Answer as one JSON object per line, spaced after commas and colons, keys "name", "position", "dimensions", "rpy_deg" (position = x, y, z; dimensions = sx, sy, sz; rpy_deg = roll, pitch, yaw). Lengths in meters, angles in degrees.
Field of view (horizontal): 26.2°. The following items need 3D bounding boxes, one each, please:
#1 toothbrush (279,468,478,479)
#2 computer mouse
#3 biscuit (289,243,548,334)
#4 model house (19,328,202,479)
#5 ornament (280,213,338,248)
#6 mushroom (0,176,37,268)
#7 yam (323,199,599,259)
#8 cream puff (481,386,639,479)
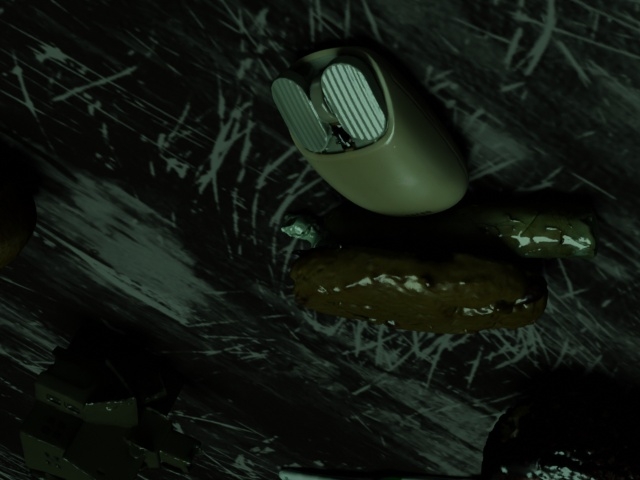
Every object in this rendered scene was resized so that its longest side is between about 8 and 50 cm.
{"name": "toothbrush", "position": [0.104, 0.380, 2.159], "dimensions": [0.418, 0.040, 0.042], "rpy_deg": [0, 144, 37]}
{"name": "computer mouse", "position": [0.054, -0.101, 1.411], "dimensions": [0.145, 0.082, 0.236], "rpy_deg": [-7, 140, 38]}
{"name": "biscuit", "position": [0.108, 0.062, 1.546], "dimensions": [0.295, 0.075, 0.296], "rpy_deg": [7, 171, 1]}
{"name": "model house", "position": [-0.292, 0.265, 2.035], "dimensions": [0.243, 0.211, 0.204], "rpy_deg": [22, 150, 8]}
{"name": "ornament", "position": [0.004, 0.001, 1.632], "dimensions": [0.068, 0.041, 0.092], "rpy_deg": [-29, 117, 27]}
{"name": "mushroom", "position": [-0.475, -0.047, 1.708], "dimensions": [0.267, 0.267, 0.254], "rpy_deg": [26, 114, -8]}
{"name": "yam", "position": [0.151, -0.012, 1.504], "dimensions": [0.317, 0.067, 0.071], "rpy_deg": [1, 142, 27]}
{"name": "cream puff", "position": [0.324, 0.285, 1.758], "dimensions": [0.239, 0.165, 0.239], "rpy_deg": [15, 147, 10]}
